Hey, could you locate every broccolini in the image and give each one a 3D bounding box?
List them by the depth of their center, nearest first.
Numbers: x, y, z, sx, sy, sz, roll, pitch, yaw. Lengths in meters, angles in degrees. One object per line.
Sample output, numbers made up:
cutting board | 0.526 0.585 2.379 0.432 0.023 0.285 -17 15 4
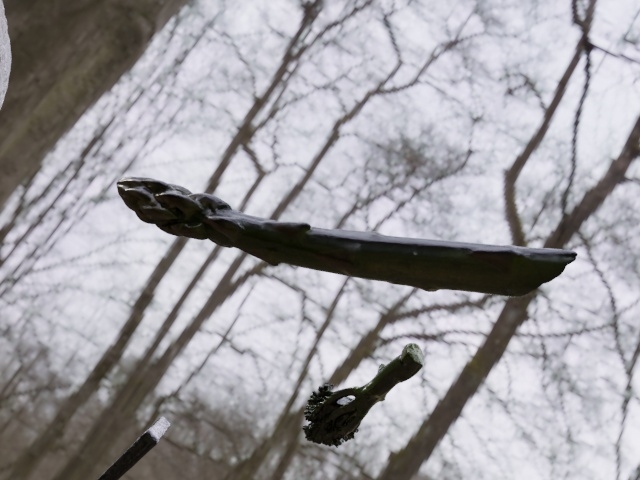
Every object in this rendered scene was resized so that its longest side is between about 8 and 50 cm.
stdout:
broccolini | 0.047 0.146 1.163 0.067 0.058 0.216 24 -39 -10

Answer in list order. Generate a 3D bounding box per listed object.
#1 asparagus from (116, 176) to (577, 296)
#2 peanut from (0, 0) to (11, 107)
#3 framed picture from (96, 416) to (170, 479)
asparagus | 0.000 -0.001 0.535 0.236 0.034 0.027 10 -39 21
peanut | -0.268 -0.136 0.465 0.340 0.174 0.158 40 -48 18
framed picture | -0.221 0.240 0.936 0.014 0.255 0.339 46 -9 1
